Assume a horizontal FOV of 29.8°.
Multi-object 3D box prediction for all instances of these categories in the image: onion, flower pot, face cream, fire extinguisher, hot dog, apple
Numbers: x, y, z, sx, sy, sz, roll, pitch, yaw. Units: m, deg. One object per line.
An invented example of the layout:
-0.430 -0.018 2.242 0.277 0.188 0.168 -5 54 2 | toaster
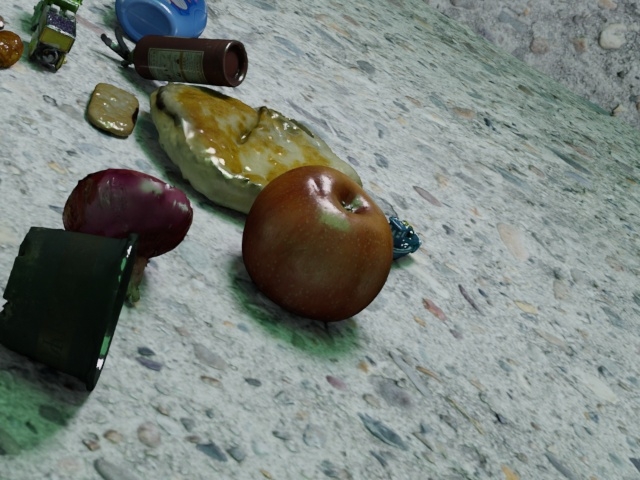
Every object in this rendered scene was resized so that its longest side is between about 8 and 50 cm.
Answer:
-0.214 0.000 1.334 0.150 0.150 0.140 17 64 -31 | onion
-0.245 0.057 1.146 0.107 0.157 0.157 15 26 -5 | flower pot
-0.264 -0.403 2.072 0.149 0.083 0.264 33 23 -7 | face cream
-0.227 -0.284 1.817 0.231 0.071 0.099 10 -30 27 | fire extinguisher
-0.443 -0.265 1.646 0.058 0.035 0.083 35 23 6 | hot dog
0.000 0.000 1.515 0.201 0.162 0.201 27 22 -12 | apple

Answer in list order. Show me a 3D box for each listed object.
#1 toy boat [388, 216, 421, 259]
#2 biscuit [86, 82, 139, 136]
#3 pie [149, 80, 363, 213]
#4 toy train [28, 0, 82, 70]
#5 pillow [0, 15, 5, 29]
0.104 -0.005 1.776 0.137 0.061 0.060 -2 40 -51 | toy boat
-0.292 -0.187 1.700 0.071 0.018 0.147 23 26 -14 | biscuit
-0.099 -0.128 1.751 0.339 0.077 0.339 27 23 -12 | pie
-0.388 -0.321 1.765 0.060 0.081 0.202 23 26 -23 | toy train
-0.548 -0.355 1.666 0.135 0.049 0.248 3 31 -49 | pillow
